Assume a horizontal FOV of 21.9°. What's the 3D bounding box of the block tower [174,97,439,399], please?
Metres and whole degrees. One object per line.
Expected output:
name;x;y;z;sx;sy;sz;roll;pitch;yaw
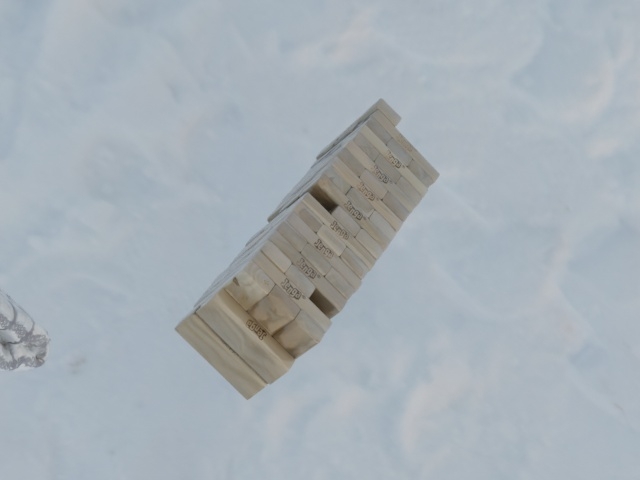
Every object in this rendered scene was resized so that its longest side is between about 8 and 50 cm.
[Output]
block tower;0.000;0.000;1.474;0.097;0.335;0.091;46;129;-8

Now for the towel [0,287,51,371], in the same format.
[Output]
towel;-0.290;-0.020;0.775;0.121;0.283;0.235;-47;57;-5
